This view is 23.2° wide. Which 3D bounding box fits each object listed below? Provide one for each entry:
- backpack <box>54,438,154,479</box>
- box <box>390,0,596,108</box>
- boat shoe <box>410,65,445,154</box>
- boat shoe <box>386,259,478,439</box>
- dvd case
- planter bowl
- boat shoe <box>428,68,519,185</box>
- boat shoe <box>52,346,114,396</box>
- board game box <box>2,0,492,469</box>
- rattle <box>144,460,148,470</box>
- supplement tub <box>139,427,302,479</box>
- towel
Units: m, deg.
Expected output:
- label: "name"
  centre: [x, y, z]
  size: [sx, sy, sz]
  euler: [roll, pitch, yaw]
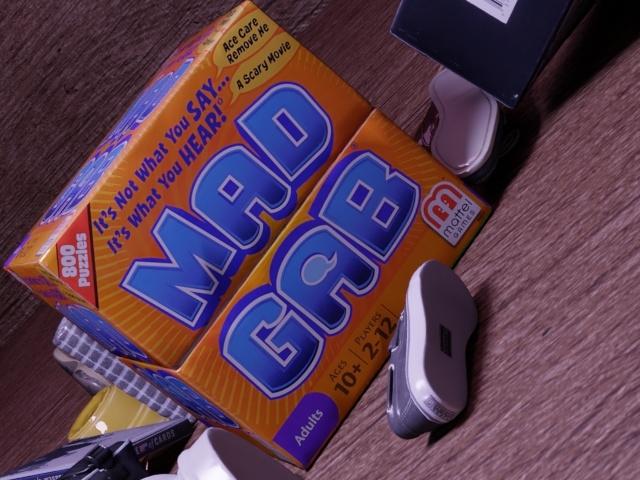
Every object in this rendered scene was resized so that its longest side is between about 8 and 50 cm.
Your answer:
- label: "backpack"
  centre: [-0.273, 0.358, 1.715]
  size: [0.253, 0.191, 0.225]
  euler: [-34, 7, 47]
- label: "box"
  centre: [0.251, -0.362, 1.738]
  size: [0.294, 0.183, 0.296]
  euler: [-49, -12, -39]
- label: "boat shoe"
  centre: [0.178, -0.172, 1.979]
  size: [0.073, 0.073, 0.207]
  euler: [-28, 33, 55]
- label: "boat shoe"
  centre: [0.098, 0.105, 1.478]
  size: [0.076, 0.080, 0.228]
  euler: [-42, 23, 27]
- label: "dvd case"
  centre: [-0.315, 0.295, 2.117]
  size: [0.239, 0.029, 0.179]
  euler: [-15, 4, 40]
- label: "planter bowl"
  centre: [-0.311, 0.281, 2.318]
  size: [0.217, 0.090, 0.217]
  euler: [-46, 14, 15]
- label: "boat shoe"
  centre: [0.176, -0.125, 1.816]
  size: [0.095, 0.079, 0.254]
  euler: [-31, 26, 11]
- label: "boat shoe"
  centre: [-0.363, 0.209, 2.667]
  size: [0.120, 0.122, 0.324]
  euler: [-47, 20, -9]
- label: "board game box"
  centre: [-0.098, 0.000, 1.788]
  size: [0.356, 0.356, 0.356]
  euler: [-54, 13, -12]
- label: "rattle"
  centre: [-0.285, 0.378, 2.097]
  size: [0.200, 0.142, 0.130]
  euler: [-35, 46, 0]
- label: "supplement tub"
  centre: [-0.115, 0.330, 1.198]
  size: [0.325, 0.235, 0.235]
  euler: [-50, 13, 3]
- label: "towel"
  centre: [-0.238, 0.115, 2.221]
  size: [0.121, 0.235, 0.283]
  euler: [-51, 11, 26]
